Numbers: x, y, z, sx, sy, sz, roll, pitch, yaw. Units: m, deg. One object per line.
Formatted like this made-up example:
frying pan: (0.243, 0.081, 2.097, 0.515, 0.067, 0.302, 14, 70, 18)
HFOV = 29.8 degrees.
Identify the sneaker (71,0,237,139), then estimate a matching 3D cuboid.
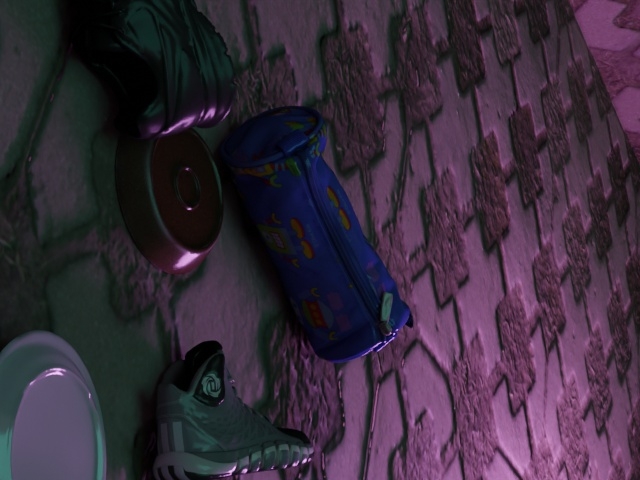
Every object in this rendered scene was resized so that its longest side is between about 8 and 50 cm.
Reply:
sneaker: (-0.177, -0.227, 1.110, 0.130, 0.109, 0.286, -30, 101, -44)

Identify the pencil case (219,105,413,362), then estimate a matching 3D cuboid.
pencil case: (0.000, 0.000, 1.346, 0.119, 0.133, 0.306, -38, 119, -24)

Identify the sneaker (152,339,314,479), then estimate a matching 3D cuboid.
sneaker: (-0.082, 0.162, 1.175, 0.229, 0.086, 0.132, 9, 70, -62)

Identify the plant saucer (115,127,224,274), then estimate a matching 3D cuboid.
plant saucer: (-0.142, -0.051, 1.194, 0.168, 0.029, 0.168, 32, 52, -55)

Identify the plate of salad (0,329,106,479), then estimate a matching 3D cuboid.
plate of salad: (-0.222, 0.169, 0.931, 0.200, 0.048, 0.199, -5, 90, -73)
